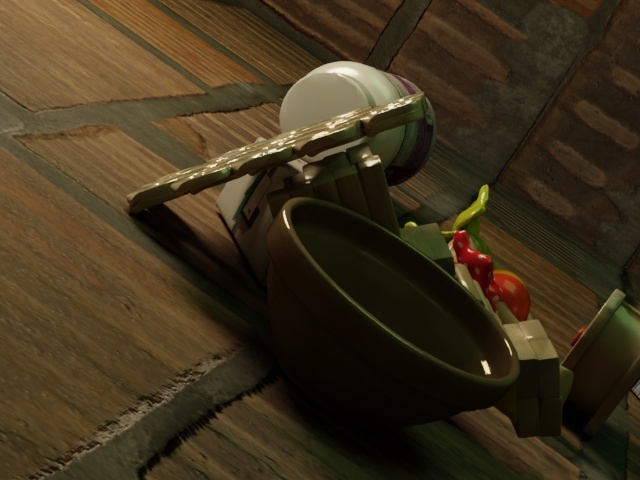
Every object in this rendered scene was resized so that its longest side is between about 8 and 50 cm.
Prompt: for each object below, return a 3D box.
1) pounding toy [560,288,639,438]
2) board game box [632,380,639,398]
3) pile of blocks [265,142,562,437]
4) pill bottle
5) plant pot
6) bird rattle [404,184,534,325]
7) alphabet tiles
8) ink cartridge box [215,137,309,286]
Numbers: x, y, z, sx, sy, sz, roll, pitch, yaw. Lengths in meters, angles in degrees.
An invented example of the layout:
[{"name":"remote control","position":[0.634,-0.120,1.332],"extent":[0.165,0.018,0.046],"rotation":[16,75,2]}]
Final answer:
[{"name":"pounding toy","position":[0.290,0.114,2.004],"extent":[0.155,0.154,0.269],"rotation":[36,10,9]},{"name":"board game box","position":[0.519,0.236,2.426],"extent":[0.194,0.060,0.194],"rotation":[30,10,-25]},{"name":"pile of blocks","position":[0.082,0.055,1.660],"extent":[0.362,0.149,0.112],"rotation":[46,10,-20]},{"name":"pill bottle","position":[0.048,-0.158,2.461],"extent":[0.169,0.169,0.301],"rotation":[37,10,14]},{"name":"plant pot","position":[0.039,0.078,1.477],"extent":[0.237,0.110,0.237],"rotation":[32,19,-12]},{"name":"bird rattle","position":[0.197,0.049,2.104],"extent":[0.207,0.143,0.253],"rotation":[48,6,-21]},{"name":"alphabet tiles","position":[-0.037,-0.083,1.673],"extent":[0.278,0.284,0.021],"rotation":[-59,131,-81]},{"name":"ink cartridge box","position":[0.000,0.000,1.793],"extent":[0.160,0.092,0.219],"rotation":[30,10,-23]}]
